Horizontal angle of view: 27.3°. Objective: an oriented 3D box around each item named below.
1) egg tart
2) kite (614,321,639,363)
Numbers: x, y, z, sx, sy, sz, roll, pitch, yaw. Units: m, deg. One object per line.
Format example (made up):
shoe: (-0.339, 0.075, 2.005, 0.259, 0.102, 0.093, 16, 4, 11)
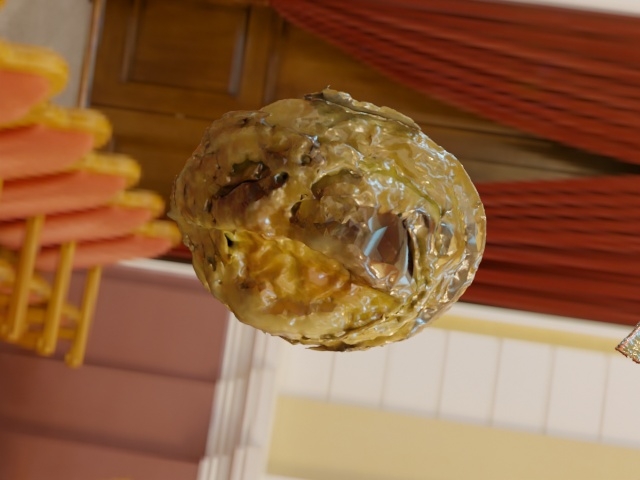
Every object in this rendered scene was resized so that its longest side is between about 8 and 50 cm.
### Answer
egg tart: (0.000, 0.000, 1.196, 0.132, 0.297, 0.297, -77, 175, -57)
kite: (0.428, 0.121, 1.137, 0.327, 0.378, 0.013, -113, -145, -47)
